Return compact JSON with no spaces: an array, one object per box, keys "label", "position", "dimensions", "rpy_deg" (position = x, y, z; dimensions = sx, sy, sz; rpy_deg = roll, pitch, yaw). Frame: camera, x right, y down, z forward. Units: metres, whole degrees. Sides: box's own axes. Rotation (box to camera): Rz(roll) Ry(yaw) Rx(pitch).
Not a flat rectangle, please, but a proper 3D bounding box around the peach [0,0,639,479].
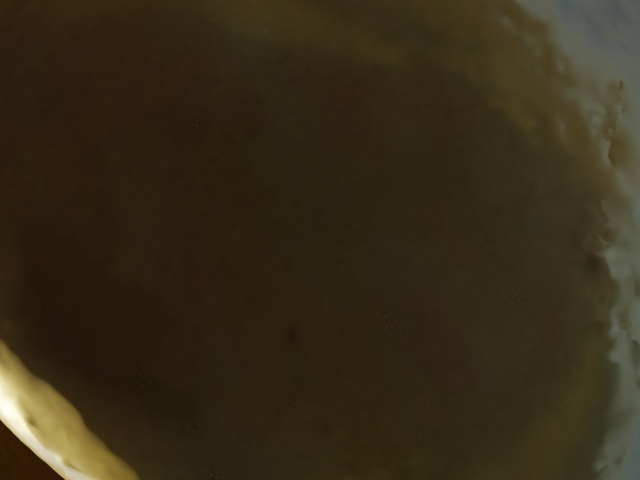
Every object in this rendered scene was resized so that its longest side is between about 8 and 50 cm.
[{"label":"peach","position":[-0.001,0.001,0.568],"dimensions":[0.292,0.247,0.292],"rpy_deg":[38,-35,34]}]
